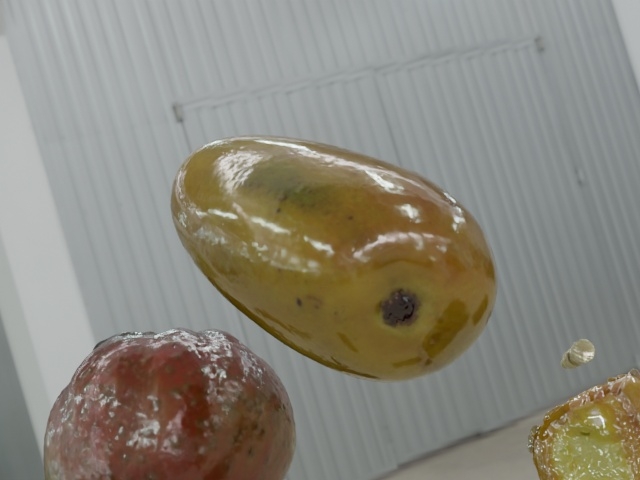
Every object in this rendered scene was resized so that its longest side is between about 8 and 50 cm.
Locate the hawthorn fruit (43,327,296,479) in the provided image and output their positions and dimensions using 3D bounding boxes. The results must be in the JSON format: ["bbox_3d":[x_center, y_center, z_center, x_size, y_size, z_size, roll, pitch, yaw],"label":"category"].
[{"bbox_3d":[-0.231,0.342,1.801,0.402,0.403,0.403,-17,-2,-1],"label":"hawthorn fruit"}]

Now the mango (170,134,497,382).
[{"bbox_3d":[0.000,0.000,1.309,0.300,0.232,0.445,9,15,-45],"label":"mango"}]

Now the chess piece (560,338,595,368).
[{"bbox_3d":[0.375,0.173,1.697,0.035,0.035,0.092,-16,-16,-11],"label":"chess piece"}]

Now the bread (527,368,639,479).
[{"bbox_3d":[0.318,0.276,1.092,0.152,0.288,0.119,-30,-26,15],"label":"bread"}]
